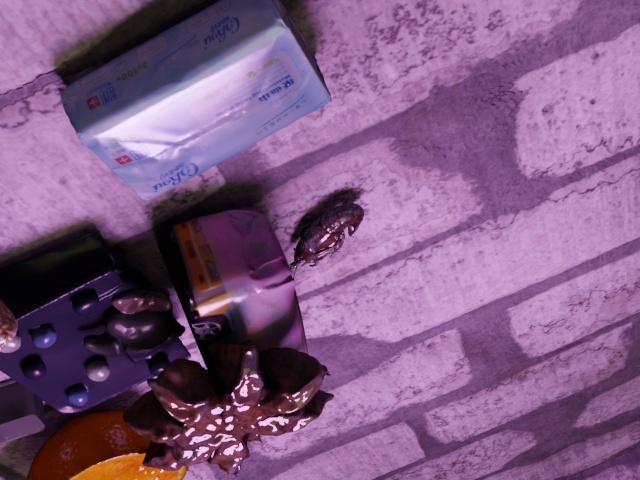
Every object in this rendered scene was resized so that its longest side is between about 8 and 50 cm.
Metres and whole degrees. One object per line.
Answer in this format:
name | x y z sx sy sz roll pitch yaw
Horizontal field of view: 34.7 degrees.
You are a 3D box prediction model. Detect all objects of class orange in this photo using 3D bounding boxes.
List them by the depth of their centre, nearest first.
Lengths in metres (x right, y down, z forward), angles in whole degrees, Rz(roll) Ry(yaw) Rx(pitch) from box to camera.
orange | -0.379 0.425 1.755 0.274 0.274 0.310 0 108 -30

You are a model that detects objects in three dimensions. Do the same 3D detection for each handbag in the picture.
handbag | -0.324 0.127 1.463 0.269 0.118 0.326 -24 150 3

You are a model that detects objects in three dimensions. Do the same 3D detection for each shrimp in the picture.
shrimp | 0.000 0.000 1.508 0.065 0.056 0.165 2 145 -42

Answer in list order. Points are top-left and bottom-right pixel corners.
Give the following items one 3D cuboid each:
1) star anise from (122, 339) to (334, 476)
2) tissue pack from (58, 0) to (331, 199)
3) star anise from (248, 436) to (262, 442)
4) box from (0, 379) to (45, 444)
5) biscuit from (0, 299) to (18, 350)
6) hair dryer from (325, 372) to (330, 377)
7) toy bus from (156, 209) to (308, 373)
star anise | -0.126 0.239 1.432 0.315 0.108 0.315 -11 137 -11
tissue pack | -0.134 -0.162 1.155 0.263 0.089 0.177 -25 150 8
star anise | -0.165 0.377 1.994 0.141 0.042 0.141 -17 147 -12
box | -0.496 0.273 1.620 0.122 0.069 0.084 -18 150 -5
biscuit | -0.447 0.073 1.261 0.070 0.082 0.168 -34 104 3
hair dryer | -0.063 0.242 1.852 0.199 0.067 0.167 -21 144 -20
toy bus | -0.115 0.100 1.501 0.162 0.171 0.386 -22 147 -8
